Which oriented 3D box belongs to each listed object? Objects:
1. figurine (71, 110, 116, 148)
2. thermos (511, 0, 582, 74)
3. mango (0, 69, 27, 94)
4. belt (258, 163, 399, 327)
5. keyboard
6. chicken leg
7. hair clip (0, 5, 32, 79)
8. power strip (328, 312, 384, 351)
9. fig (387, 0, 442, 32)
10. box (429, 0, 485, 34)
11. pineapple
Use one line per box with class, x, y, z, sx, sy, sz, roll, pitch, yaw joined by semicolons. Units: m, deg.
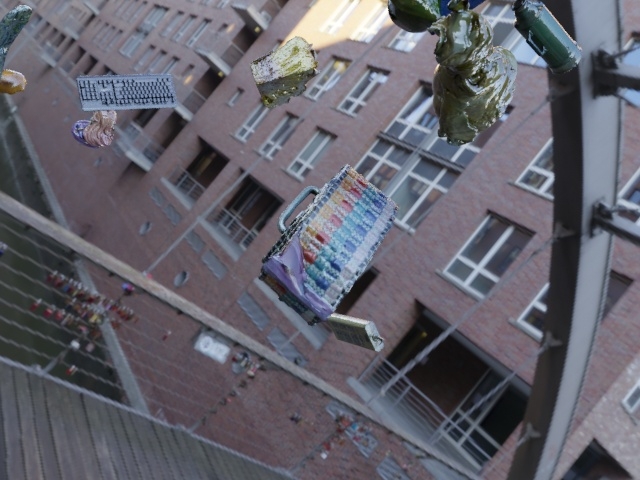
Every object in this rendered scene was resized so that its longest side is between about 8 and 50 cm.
figurine;-0.695;-0.355;1.756;0.114;0.156;0.126;66;22;3
thermos;0.468;-0.434;1.177;0.187;0.083;0.073;32;13;-28
mango;-0.887;-0.443;1.556;0.077;0.126;0.063;-88;175;-55
belt;0.000;0.000;0.962;0.160;0.295;0.207;39;-33;-3
keyboard;-0.468;-0.360;1.357;0.025;0.230;0.094;-14;-92;61
chicken leg;0.275;-0.313;1.045;0.153;0.201;0.429;62;13;14
hair clip;-0.644;-0.390;1.132;0.036;0.229;0.066;38;34;-9
power strip;0.108;0.269;1.631;0.268;0.034;0.092;0;-62;61
fig;0.193;-0.457;1.092;0.117;0.117;0.178;40;24;-35
box;0.305;-0.654;1.246;0.262;0.278;0.116;55;17;-15
pineapple;-0.111;-0.457;1.550;0.186;0.236;0.115;-2;61;-48
